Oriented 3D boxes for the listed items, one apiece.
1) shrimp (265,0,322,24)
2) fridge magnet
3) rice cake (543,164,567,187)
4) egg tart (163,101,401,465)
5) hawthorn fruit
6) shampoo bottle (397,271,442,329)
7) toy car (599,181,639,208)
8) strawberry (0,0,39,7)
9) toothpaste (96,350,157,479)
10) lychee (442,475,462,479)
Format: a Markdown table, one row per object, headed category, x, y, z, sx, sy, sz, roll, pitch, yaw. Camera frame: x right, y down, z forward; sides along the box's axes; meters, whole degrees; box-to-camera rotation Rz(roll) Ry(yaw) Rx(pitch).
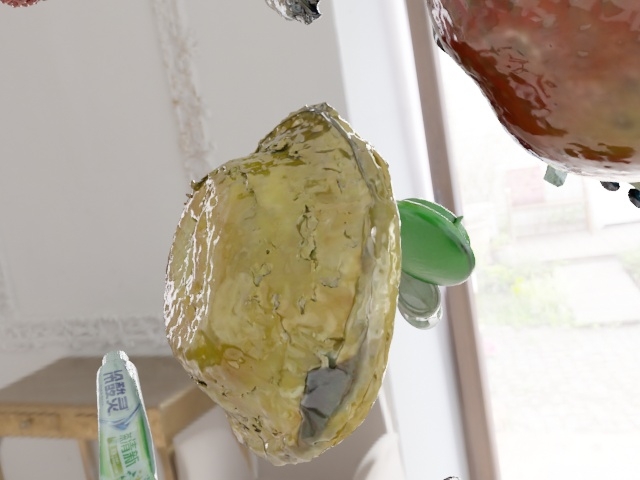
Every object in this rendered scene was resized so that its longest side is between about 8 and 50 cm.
| category | x | y | z | sx | sy | sz | roll | pitch | yaw |
| --- | --- | --- | --- | --- | --- | --- | --- | --- | --- |
| shrimp | 0.002 | -0.388 | 1.183 | 0.198 | 0.051 | 0.262 | -47 | 26 | 13 |
| fridge magnet | 0.182 | 0.002 | 1.512 | 0.208 | 0.208 | 0.088 | 2 | 46 | 47 |
| rice cake | 0.412 | -0.171 | 1.426 | 0.033 | 0.170 | 0.029 | 24 | -10 | -25 |
| egg tart | -0.072 | 0.043 | 1.026 | 0.178 | 0.443 | 0.443 | 8 | 1 | -27 |
| hawthorn fruit | 0.296 | -0.252 | 0.708 | 0.403 | 0.402 | 0.403 | -9 | 10 | 2 |
| shampoo bottle | 0.202 | 0.125 | 1.775 | 0.087 | 0.118 | 0.234 | -39 | -17 | -2 |
| toy car | 0.752 | -0.209 | 1.931 | 0.204 | 0.248 | 0.198 | -50 | 14 | 47 |
| strawberry | -0.457 | -0.418 | 1.292 | 0.145 | 0.145 | 0.086 | -14 | -12 | -24 |
| toothpaste | -0.215 | 0.207 | 0.929 | 0.075 | 0.048 | 0.297 | -25 | 28 | -5 |
| lychee | 0.187 | 0.491 | 1.215 | 0.306 | 0.306 | 0.330 | -6 | 54 | 19 |
